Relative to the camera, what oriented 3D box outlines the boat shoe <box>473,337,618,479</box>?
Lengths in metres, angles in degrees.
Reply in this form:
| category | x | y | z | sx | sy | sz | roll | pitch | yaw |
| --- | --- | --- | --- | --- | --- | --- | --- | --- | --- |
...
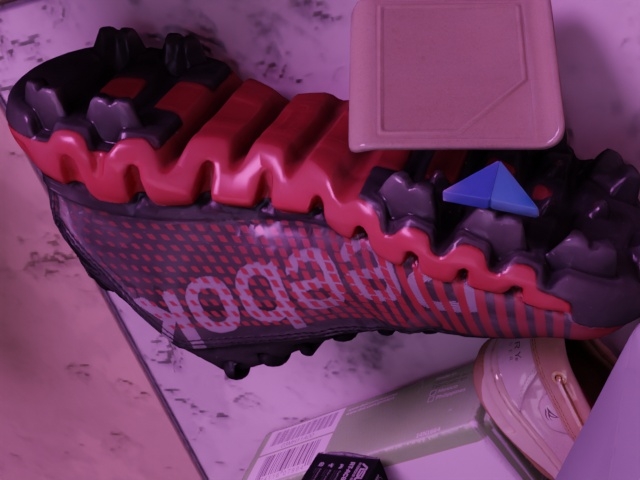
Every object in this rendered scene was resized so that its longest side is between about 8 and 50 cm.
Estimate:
| category | x | y | z | sx | sy | sz | roll | pitch | yaw |
| --- | --- | --- | --- | --- | --- | --- | --- | --- | --- |
| boat shoe | 0.145 | 0.101 | 0.420 | 0.170 | 0.063 | 0.059 | 42 | 136 | -7 |

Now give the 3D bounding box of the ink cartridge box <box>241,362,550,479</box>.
| category | x | y | z | sx | sy | sz | roll | pitch | yaw |
| --- | --- | --- | --- | --- | --- | --- | --- | --- | --- |
| ink cartridge box | 0.087 | 0.187 | 0.514 | 0.171 | 0.056 | 0.235 | -27 | 109 | 37 |

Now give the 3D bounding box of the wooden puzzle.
| category | x | y | z | sx | sy | sz | roll | pitch | yaw |
| --- | --- | --- | --- | --- | --- | --- | --- | --- | --- |
| wooden puzzle | 0.047 | -0.060 | 0.329 | 0.078 | 0.116 | 0.014 | 4 | 152 | 11 |

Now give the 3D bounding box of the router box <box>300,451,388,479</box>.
| category | x | y | z | sx | sy | sz | roll | pitch | yaw |
| --- | --- | --- | --- | --- | --- | --- | --- | --- | --- |
| router box | 0.003 | 0.174 | 0.431 | 0.038 | 0.122 | 0.092 | -3 | 121 | 33 |

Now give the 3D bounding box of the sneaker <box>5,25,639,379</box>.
| category | x | y | z | sx | sy | sz | roll | pitch | yaw |
| --- | --- | --- | --- | --- | --- | --- | --- | --- | --- |
| sneaker | 0.000 | 0.000 | 0.393 | 0.276 | 0.098 | 0.135 | 14 | 128 | 19 |

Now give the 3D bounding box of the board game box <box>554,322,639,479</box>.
| category | x | y | z | sx | sy | sz | roll | pitch | yaw |
| --- | --- | --- | --- | --- | --- | --- | --- | --- | --- |
| board game box | 0.233 | 0.168 | 0.358 | 0.303 | 0.098 | 0.224 | 12 | 129 | -1 |
